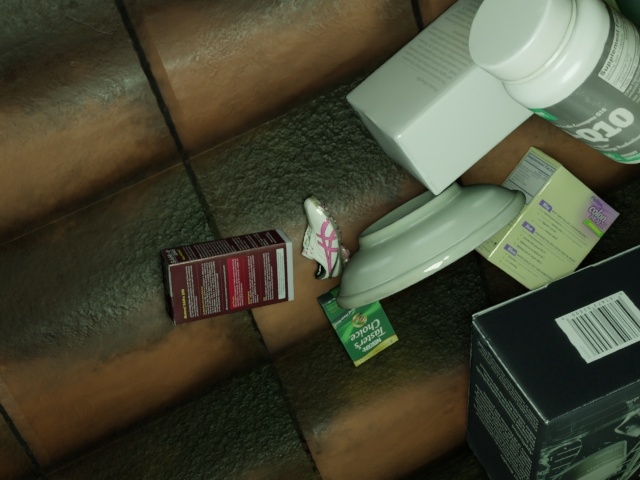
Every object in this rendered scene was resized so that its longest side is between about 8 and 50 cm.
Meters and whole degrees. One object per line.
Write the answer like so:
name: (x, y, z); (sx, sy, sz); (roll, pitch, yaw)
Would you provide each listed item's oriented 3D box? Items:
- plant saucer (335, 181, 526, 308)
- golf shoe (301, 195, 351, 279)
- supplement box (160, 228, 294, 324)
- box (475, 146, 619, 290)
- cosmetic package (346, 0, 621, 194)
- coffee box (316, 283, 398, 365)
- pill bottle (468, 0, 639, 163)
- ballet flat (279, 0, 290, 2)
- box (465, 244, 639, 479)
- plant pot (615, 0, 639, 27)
plant saucer: (0.183, -0.016, 1.803); (0.400, 0.400, 0.101); (-31, 96, -6)
golf shoe: (0.000, 0.000, 1.887); (0.086, 0.067, 0.186); (-27, 122, -7)
supplement box: (-0.174, 0.067, 1.842); (0.239, 0.073, 0.130); (-10, 117, -19)
box: (0.460, -0.032, 2.040); (0.213, 0.117, 0.243); (32, 100, -32)
cosmetic package: (0.295, -0.317, 1.761); (0.453, 0.230, 0.161); (-40, 124, 0)
coffee box: (0.079, 0.164, 2.017); (0.113, 0.040, 0.184); (-31, 123, -7)
pill bottle: (0.425, -0.281, 1.578); (0.361, 0.204, 0.204); (23, 104, -31)
ballet flat: (-0.084, -0.517, 1.606); (0.084, 0.058, 0.250); (-10, 119, 22)
box: (0.587, 0.315, 2.094); (0.479, 0.297, 0.472); (-21, 141, -12)
plant pot: (0.639, -0.384, 1.896); (0.293, 0.196, 0.293); (-10, 119, -19)
